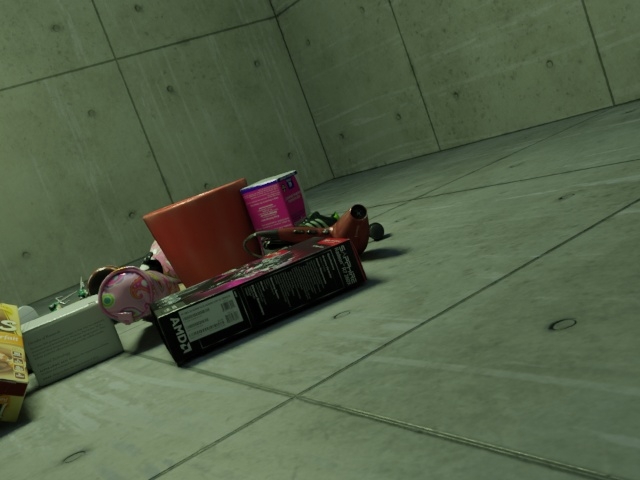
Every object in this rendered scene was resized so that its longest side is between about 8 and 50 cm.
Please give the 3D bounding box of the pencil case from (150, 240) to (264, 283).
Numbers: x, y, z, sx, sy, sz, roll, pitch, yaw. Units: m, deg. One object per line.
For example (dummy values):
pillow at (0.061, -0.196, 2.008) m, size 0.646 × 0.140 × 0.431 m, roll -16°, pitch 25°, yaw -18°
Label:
pencil case at (-0.326, 0.017, 2.220) m, size 0.386 × 0.160 × 0.167 m, roll -18°, pitch 0°, yaw 19°

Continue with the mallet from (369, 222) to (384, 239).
mallet at (0.063, 0.006, 1.737) m, size 0.189 × 0.039 × 0.062 m, roll -23°, pitch 5°, yaw -6°

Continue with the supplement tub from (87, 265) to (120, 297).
supplement tub at (-0.576, 0.120, 2.017) m, size 0.106 × 0.106 × 0.198 m, roll -22°, pitch 5°, yaw -12°

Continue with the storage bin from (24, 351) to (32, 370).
storage bin at (-0.651, 0.248, 1.727) m, size 0.091 × 0.098 × 0.135 m, roll -10°, pitch 7°, yaw -3°

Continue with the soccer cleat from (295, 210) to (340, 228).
soccer cleat at (-0.025, -0.027, 1.729) m, size 0.178 × 0.072 × 0.060 m, roll -10°, pitch -21°, yaw -34°

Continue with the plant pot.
plant pot at (-0.268, 0.003, 1.841) m, size 0.274 × 0.243 × 0.275 m, roll -21°, pitch 7°, yaw 3°

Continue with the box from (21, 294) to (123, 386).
box at (-0.530, 0.206, 1.573) m, size 0.181 × 0.119 × 0.181 m, roll -23°, pitch 8°, yaw -18°

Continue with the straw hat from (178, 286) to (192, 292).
straw hat at (-0.289, 0.137, 1.644) m, size 0.144 × 0.061 × 0.144 m, roll -21°, pitch 8°, yaw 3°

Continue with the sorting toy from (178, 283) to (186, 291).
sorting toy at (-0.479, 0.170, 2.023) m, size 0.208 × 0.038 × 0.193 m, roll -7°, pitch 15°, yaw 44°

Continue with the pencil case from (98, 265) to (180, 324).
pencil case at (-0.383, 0.122, 1.599) m, size 0.124 × 0.124 × 0.284 m, roll -21°, pitch -6°, yaw -2°

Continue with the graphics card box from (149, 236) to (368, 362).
graphics card box at (-0.124, 0.098, 1.374) m, size 0.370 × 0.094 × 0.233 m, roll -23°, pitch 8°, yaw -14°

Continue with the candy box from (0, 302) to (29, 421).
candy box at (-0.643, 0.203, 1.341) m, size 0.182 × 0.088 × 0.316 m, roll 16°, pitch 13°, yaw -30°

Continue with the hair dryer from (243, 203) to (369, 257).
hair dryer at (0.000, 0.000, 1.572) m, size 0.293 × 0.080 × 0.223 m, roll -28°, pitch -25°, yaw 38°

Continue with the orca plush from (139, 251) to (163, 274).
orca plush at (-0.455, 0.117, 2.015) m, size 0.151 × 0.102 × 0.287 m, roll -65°, pitch 12°, yaw -8°

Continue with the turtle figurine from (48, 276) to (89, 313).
turtle figurine at (-0.667, 0.199, 1.993) m, size 0.175 × 0.118 × 0.234 m, roll -33°, pitch 16°, yaw 30°

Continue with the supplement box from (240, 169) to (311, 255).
supplement box at (-0.091, -0.045, 1.802) m, size 0.114 × 0.220 × 0.111 m, roll -14°, pitch 10°, yaw 27°

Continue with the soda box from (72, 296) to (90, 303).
soda box at (-0.671, 0.196, 2.218) m, size 0.058 × 0.061 × 0.181 m, roll -27°, pitch 11°, yaw -40°

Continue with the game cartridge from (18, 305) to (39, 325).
game cartridge at (-0.810, 0.268, 1.760) m, size 0.297 × 0.062 × 0.198 m, roll -39°, pitch -3°, yaw -30°
